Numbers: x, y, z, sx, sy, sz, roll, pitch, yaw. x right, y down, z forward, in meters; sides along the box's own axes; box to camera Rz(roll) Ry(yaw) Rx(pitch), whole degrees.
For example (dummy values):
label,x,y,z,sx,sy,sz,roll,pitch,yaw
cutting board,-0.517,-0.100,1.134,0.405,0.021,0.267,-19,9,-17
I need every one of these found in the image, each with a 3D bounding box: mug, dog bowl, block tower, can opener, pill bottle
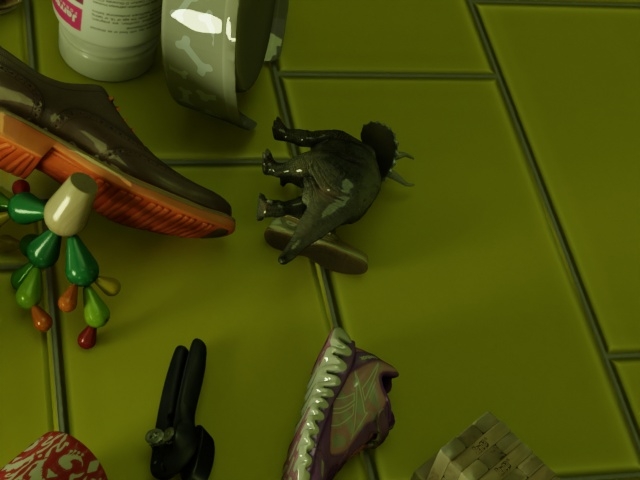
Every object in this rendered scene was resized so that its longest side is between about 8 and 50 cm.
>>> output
label,x,y,z,sx,sy,sz,roll,pitch,yaw
mug,-0.288,0.289,1.369,0.150,0.113,0.169,57,46,-12
dog bowl,-0.116,-0.319,1.776,0.102,0.348,0.348,9,48,6
block tower,0.248,0.327,1.463,0.091,0.097,0.335,-31,62,-35
can opener,-0.155,0.186,1.519,0.059,0.073,0.186,-21,43,19
pill bottle,-0.264,-0.352,1.793,0.160,0.283,0.160,7,48,-8

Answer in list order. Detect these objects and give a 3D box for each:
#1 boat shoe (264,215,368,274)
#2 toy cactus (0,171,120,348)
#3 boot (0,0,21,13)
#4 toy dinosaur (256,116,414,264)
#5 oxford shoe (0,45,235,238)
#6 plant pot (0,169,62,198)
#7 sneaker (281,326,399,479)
label,x,y,z,sx,sy,sz,roll,pitch,yaw
boat shoe,0.000,0.000,1.712,0.135,0.050,0.045,22,54,5
toy cactus,-0.293,-0.001,1.564,0.112,0.180,0.219,-10,56,-47
boot,-0.439,-0.413,1.932,0.262,0.095,0.203,-13,60,-36
toy dinosaur,0.013,-0.077,1.687,0.160,0.121,0.313,3,24,13
oxford shoe,-0.248,-0.111,1.624,0.364,0.130,0.132,27,66,-25
plant pot,-0.345,-0.132,1.709,0.134,0.095,0.134,7,49,-8
sneaker,0.027,0.204,1.520,0.105,0.095,0.236,23,47,-4
